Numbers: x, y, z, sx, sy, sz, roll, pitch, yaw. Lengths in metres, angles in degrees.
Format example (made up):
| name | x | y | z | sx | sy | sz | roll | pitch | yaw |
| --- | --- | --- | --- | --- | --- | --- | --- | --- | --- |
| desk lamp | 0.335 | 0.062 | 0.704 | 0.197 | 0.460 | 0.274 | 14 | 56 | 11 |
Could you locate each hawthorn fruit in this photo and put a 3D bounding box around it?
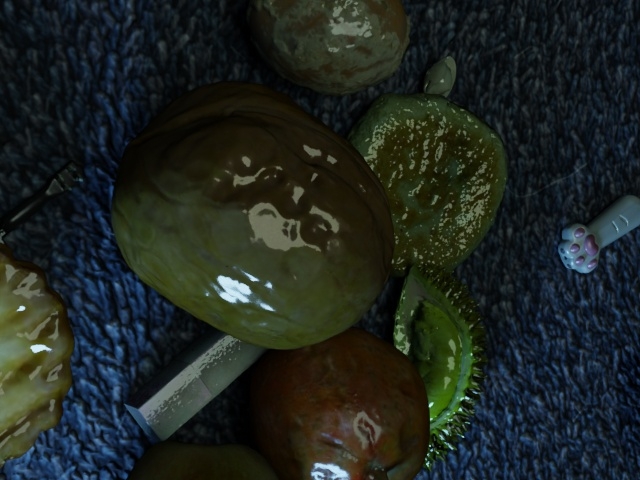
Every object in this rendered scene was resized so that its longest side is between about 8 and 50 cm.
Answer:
| name | x | y | z | sx | sy | sz | roll | pitch | yaw |
| --- | --- | --- | --- | --- | --- | --- | --- | --- | --- |
| hawthorn fruit | 0.043 | 0.271 | 1.676 | 0.277 | 0.298 | 0.277 | -13 | 123 | -20 |

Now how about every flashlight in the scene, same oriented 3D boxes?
| name | x | y | z | sx | sy | sz | roll | pitch | yaw |
| --- | --- | --- | --- | --- | --- | --- | --- | --- | --- |
| flashlight | 0.507 | -0.017 | 2.078 | 0.200 | 0.047 | 0.093 | -32 | 107 | -24 |

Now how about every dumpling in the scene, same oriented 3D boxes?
| name | x | y | z | sx | sy | sz | roll | pitch | yaw |
| --- | --- | --- | --- | --- | --- | --- | --- | --- | --- |
| dumpling | 0.196 | -0.256 | 1.897 | 0.059 | 0.043 | 0.077 | 36 | 58 | -43 |

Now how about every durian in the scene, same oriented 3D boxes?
| name | x | y | z | sx | sy | sz | roll | pitch | yaw |
| --- | --- | --- | --- | --- | --- | --- | --- | --- | --- |
| durian | 0.180 | 0.212 | 1.870 | 0.169 | 0.158 | 0.352 | 11 | 95 | 6 |

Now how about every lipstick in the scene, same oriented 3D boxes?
| name | x | y | z | sx | sy | sz | roll | pitch | yaw |
| --- | --- | --- | --- | --- | --- | --- | --- | --- | --- |
| lipstick | -0.140 | 0.162 | 1.703 | 0.317 | 0.066 | 0.068 | -41 | 111 | -22 |

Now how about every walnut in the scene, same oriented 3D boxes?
| name | x | y | z | sx | sy | sz | roll | pitch | yaw |
| --- | --- | --- | --- | --- | --- | --- | --- | --- | --- |
| walnut | -0.085 | -0.028 | 1.569 | 0.398 | 0.308 | 0.354 | 30 | 36 | -9 |

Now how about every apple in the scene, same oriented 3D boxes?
| name | x | y | z | sx | sy | sz | roll | pitch | yaw |
| --- | --- | --- | --- | --- | --- | --- | --- | --- | --- |
| apple | -0.162 | 0.394 | 1.600 | 0.257 | 0.257 | 0.234 | 11 | 72 | -30 |

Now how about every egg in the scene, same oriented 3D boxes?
| name | x | y | z | sx | sy | sz | roll | pitch | yaw |
| --- | --- | --- | --- | --- | --- | --- | --- | --- | --- |
| egg | 0.011 | -0.314 | 1.700 | 0.245 | 0.203 | 0.203 | 10 | 87 | -19 |

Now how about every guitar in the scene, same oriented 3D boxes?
| name | x | y | z | sx | sy | sz | roll | pitch | yaw |
| --- | --- | --- | --- | --- | --- | --- | --- | --- | --- |
| guitar | -0.417 | -0.020 | 1.554 | 0.271 | 0.038 | 0.084 | -41 | 113 | -22 |

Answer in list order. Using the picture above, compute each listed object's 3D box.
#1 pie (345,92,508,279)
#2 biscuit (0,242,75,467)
| name | x | y | z | sx | sy | sz | roll | pitch | yaw |
| --- | --- | --- | --- | --- | --- | --- | --- | --- | --- |
| pie | 0.162 | -0.084 | 1.869 | 0.323 | 0.070 | 0.323 | -4 | 98 | -28 |
| biscuit | -0.473 | 0.147 | 1.470 | 0.326 | 0.107 | 0.326 | -9 | 108 | -28 |
